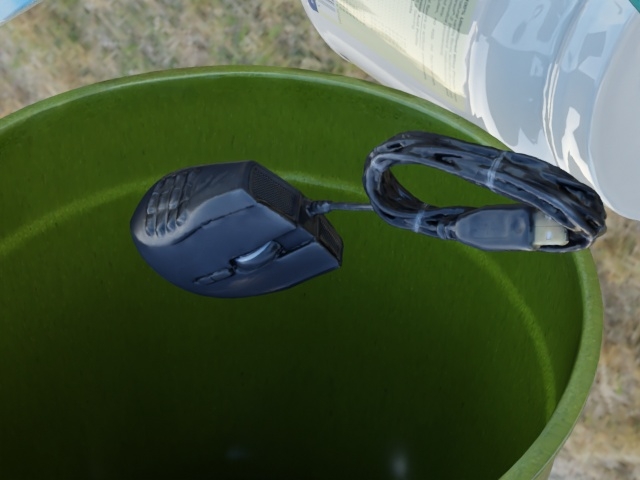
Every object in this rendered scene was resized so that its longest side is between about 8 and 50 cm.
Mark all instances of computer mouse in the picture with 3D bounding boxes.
[{"bbox_3d":[0.000,0.000,0.438,0.071,0.041,0.242,42,154,-27],"label":"computer mouse"}]

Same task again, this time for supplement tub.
[{"bbox_3d":[0.153,-0.176,0.830,0.325,0.235,0.235,43,156,44],"label":"supplement tub"}]

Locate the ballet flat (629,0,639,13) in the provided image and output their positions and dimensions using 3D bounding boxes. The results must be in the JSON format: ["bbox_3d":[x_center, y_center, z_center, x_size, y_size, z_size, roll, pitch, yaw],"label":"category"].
[{"bbox_3d":[0.212,-0.100,0.350,0.247,0.083,0.087,-6,147,21],"label":"ballet flat"}]

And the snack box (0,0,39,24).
[{"bbox_3d":[-0.214,-0.162,0.739,0.322,0.187,0.060,-20,111,33],"label":"snack box"}]

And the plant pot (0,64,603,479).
[{"bbox_3d":[-0.048,0.147,0.682,0.366,0.366,0.353,22,135,24],"label":"plant pot"}]
